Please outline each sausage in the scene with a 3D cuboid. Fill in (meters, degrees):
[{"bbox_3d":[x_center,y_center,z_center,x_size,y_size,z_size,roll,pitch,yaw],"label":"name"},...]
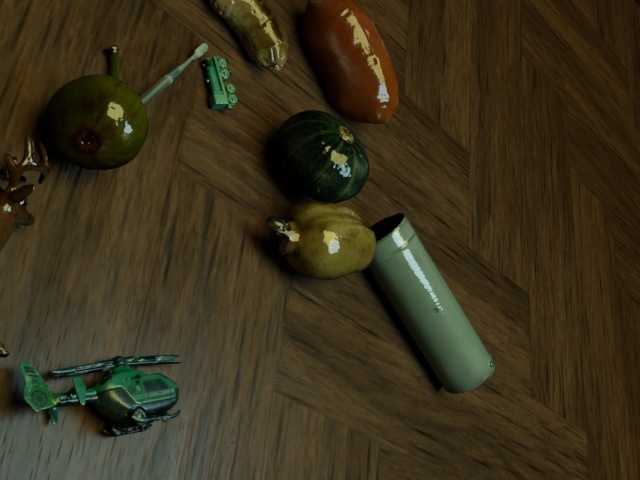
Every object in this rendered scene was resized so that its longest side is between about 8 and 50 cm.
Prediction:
[{"bbox_3d":[0.059,-0.331,1.532,0.133,0.133,0.258,-33,100,-52],"label":"sausage"}]

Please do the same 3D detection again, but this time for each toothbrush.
[{"bbox_3d":[-0.224,-0.238,1.233,0.016,0.019,0.219,52,41,-18],"label":"toothbrush"}]

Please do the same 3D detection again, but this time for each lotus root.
[{"bbox_3d":[0.000,0.000,1.319,0.221,0.125,0.118,0,116,-46],"label":"lotus root"}]

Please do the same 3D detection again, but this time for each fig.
[{"bbox_3d":[-0.283,-0.182,1.090,0.124,0.124,0.236,41,22,-32],"label":"fig"}]

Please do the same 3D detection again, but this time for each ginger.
[{"bbox_3d":[-0.116,-0.364,1.379,0.190,0.069,0.095,55,35,-17],"label":"ginger"}]

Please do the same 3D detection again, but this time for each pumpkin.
[{"bbox_3d":[0.002,-0.136,1.371,0.167,0.125,0.167,50,15,-18],"label":"pumpkin"}]

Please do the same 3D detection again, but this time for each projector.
[{"bbox_3d":[0.189,0.115,1.501,0.337,0.108,0.108,57,39,-15],"label":"projector"}]

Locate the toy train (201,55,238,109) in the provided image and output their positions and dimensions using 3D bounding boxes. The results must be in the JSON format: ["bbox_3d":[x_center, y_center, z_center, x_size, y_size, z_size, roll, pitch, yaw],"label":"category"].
[{"bbox_3d":[-0.159,-0.245,1.309,0.045,0.029,0.092,-7,75,-36],"label":"toy train"}]

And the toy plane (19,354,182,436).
[{"bbox_3d":[-0.243,0.179,0.989,0.235,0.060,0.096,5,63,-53],"label":"toy plane"}]

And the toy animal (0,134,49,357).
[{"bbox_3d":[-0.386,-0.002,0.876,0.243,0.087,0.260,9,70,-50],"label":"toy animal"}]
